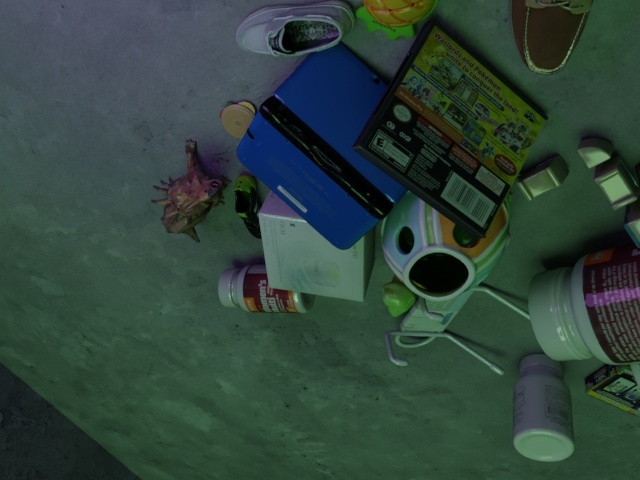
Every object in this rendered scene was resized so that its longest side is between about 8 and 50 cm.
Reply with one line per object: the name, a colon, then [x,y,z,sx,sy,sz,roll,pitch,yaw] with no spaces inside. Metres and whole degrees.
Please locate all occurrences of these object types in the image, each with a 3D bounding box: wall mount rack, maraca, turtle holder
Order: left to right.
maraca: [0.118,-0.381,0.907,0.127,0.099,0.185,25,161,0]
turtle holder: [0.213,0.002,1.131,0.321,0.227,0.243,-24,121,34]
wall mount rack: [0.329,0.205,1.352,0.305,0.130,0.350,5,138,-17]

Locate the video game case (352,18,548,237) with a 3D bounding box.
video game case: [0.222,-0.178,0.955,0.275,0.248,0.035,33,171,-18]

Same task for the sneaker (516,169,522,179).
sneaker: [0.308,-0.173,1.050,0.178,0.072,0.077,33,123,-19]

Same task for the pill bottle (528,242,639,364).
pill bottle: [0.615,0.112,1.079,0.392,0.224,0.224,-19,123,43]

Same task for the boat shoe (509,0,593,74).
boat shoe: [0.335,-0.379,0.813,0.123,0.116,0.324,5,132,16]

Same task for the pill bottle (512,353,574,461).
pill bottle: [0.526,0.390,1.375,0.131,0.229,0.131,10,133,11]

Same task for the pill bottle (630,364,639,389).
pill bottle: [0.817,0.211,1.127,0.361,0.204,0.204,-28,118,36]

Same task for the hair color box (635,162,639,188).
hair color box: [0.626,-0.090,1.009,0.141,0.072,0.043,26,135,-6]

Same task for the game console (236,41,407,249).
game console: [0.030,-0.168,1.078,0.293,0.173,0.250,42,144,-2]

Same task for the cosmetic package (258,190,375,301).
cosmetic package: [0.000,0.000,1.268,0.225,0.138,0.224,7,133,12]

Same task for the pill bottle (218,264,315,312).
pill bottle: [-0.132,0.119,1.433,0.221,0.121,0.121,-2,130,21]

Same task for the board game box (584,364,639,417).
board game box: [0.753,0.352,1.389,0.171,0.048,0.141,25,136,-5]

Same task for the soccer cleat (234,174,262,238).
soccer cleat: [-0.163,-0.065,1.309,0.060,0.072,0.178,3,132,17]

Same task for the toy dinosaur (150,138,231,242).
toy dinosaur: [-0.292,-0.075,1.256,0.127,0.200,0.295,26,135,-5]

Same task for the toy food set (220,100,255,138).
toy food set: [-0.165,-0.244,1.181,0.083,0.020,0.083,-1,131,21]

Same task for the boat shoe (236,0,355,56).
boat shoe: [-0.056,-0.357,0.993,0.228,0.081,0.079,-1,130,26]

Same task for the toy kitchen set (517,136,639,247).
toy kitchen set: [0.493,-0.076,1.065,0.166,0.122,0.207,-31,95,38]
